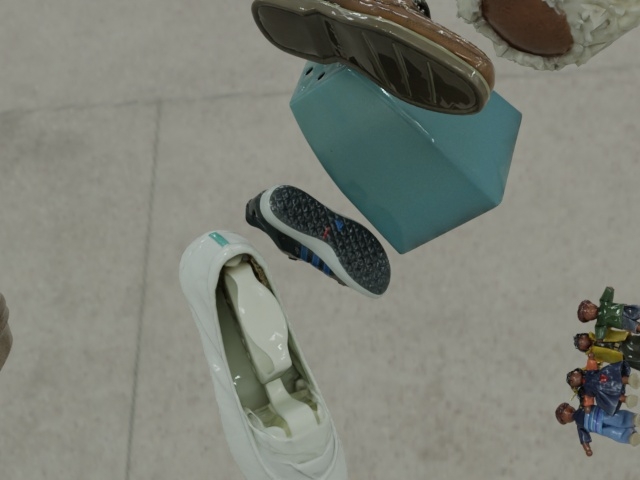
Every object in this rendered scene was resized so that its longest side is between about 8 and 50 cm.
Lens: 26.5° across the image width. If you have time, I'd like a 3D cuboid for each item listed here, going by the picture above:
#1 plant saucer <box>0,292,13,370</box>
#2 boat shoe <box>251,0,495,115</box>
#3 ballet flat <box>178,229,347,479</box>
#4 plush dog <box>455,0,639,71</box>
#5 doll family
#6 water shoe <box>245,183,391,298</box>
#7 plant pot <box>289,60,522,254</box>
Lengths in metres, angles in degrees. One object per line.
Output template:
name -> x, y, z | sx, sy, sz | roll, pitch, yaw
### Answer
plant saucer -> -0.362, 0.161, 1.187 | 0.278, 0.041, 0.278 | -43, 17, 16
boat shoe -> 0.067, -0.230, 1.426 | 0.307, 0.110, 0.104 | 28, 64, 31
ballet flat -> -0.060, 0.176, 1.649 | 0.139, 0.400, 0.139 | -21, 8, 3
plush dog -> 0.157, -0.245, 0.661 | 0.225, 0.262, 0.210 | 54, 45, -4
doll family -> 0.328, 0.153, 1.578 | 0.111, 0.076, 0.193 | 8, 76, 39
water shoe -> 0.000, 0.000, 1.640 | 0.080, 0.203, 0.073 | -13, 43, 55
plant pot -> 0.089, -0.137, 1.598 | 0.165, 0.234, 0.165 | -29, 30, 40
